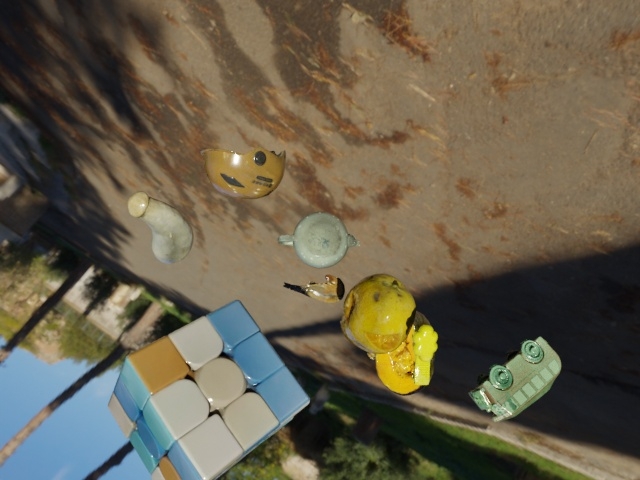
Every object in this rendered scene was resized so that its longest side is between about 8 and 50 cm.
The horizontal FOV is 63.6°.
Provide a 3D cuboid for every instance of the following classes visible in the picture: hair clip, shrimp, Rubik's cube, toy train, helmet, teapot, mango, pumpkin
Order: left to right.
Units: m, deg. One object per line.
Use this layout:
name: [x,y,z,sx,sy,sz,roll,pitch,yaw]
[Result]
Rubik's cube: [-0.299,0.424,1.349,0.344,0.346,0.347,50,138,14]
helmet: [-0.192,-0.169,1.311,0.198,0.130,0.224,1,-174,45]
shrimp: [-0.026,0.188,2.147,0.261,0.117,0.066,17,154,-12]
teapot: [0.000,0.000,1.758,0.294,0.193,0.129,0,170,-5]
mango: [0.173,0.242,1.669,0.182,0.253,0.365,14,159,-13]
pumpkin: [0.302,0.390,1.921,0.241,0.325,0.232,-8,-179,26]
hair clip: [0.281,0.314,1.417,0.072,0.173,0.046,2,-163,-15]
toy train: [0.621,0.429,1.618,0.159,0.326,0.129,53,154,17]

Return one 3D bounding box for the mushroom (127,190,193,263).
mushroom: [-0.382,-0.034,1.273,0.117,0.103,0.270,-7,150,-4]
